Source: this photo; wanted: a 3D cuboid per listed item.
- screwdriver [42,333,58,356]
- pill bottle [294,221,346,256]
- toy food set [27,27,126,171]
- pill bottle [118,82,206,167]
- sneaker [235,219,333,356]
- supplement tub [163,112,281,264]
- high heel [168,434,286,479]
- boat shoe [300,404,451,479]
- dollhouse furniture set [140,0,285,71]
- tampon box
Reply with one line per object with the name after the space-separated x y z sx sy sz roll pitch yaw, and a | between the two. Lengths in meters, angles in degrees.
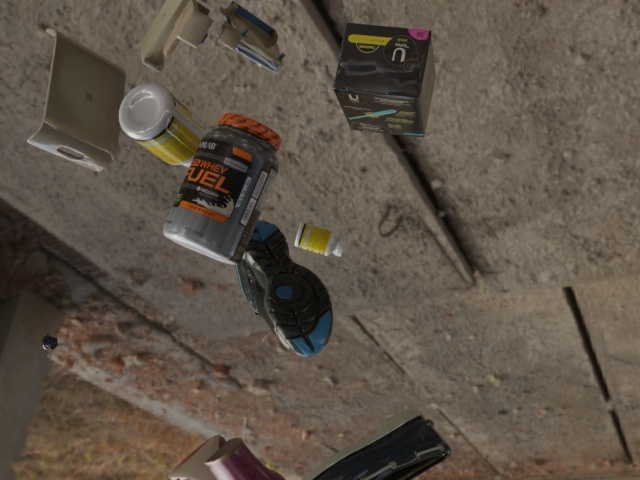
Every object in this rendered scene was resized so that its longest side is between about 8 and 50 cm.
-0.381 0.147 0.956 0.024 0.025 0.170 25 166 -19 | screwdriver
0.000 0.000 1.637 0.116 0.065 0.065 16 145 0 | pill bottle
-0.612 -0.351 1.698 0.092 0.306 0.219 -9 161 31 | toy food set
-0.268 -0.196 1.207 0.103 0.103 0.184 -8 163 15 | pill bottle
-0.076 0.108 1.319 0.125 0.341 0.140 -8 133 -23 | sneaker
-0.131 -0.072 0.942 0.117 0.190 0.117 21 172 3 | supplement tub
-0.156 0.443 1.178 0.181 0.127 0.377 53 154 0 | high heel
0.048 0.286 0.783 0.254 0.079 0.095 -22 145 -37 | boat shoe
-0.230 -0.423 1.573 0.303 0.286 0.198 25 117 -32 | dollhouse furniture set
0.097 -0.228 0.977 0.120 0.102 0.161 9 171 13 | tampon box
